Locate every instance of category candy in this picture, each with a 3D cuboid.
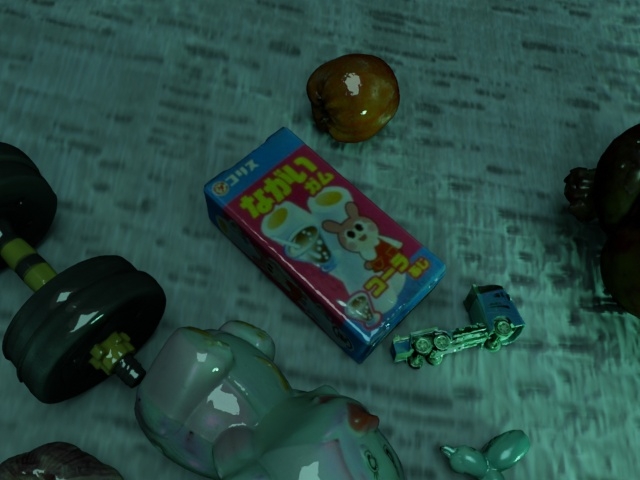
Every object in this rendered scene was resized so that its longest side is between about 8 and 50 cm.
[{"bbox_3d":[0.000,0.000,0.871,0.306,0.100,0.157,42,67,13],"label":"candy"}]

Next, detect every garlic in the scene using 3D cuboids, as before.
[{"bbox_3d":[-0.295,0.288,0.686,0.159,0.102,0.147,-1,58,-6],"label":"garlic"}]

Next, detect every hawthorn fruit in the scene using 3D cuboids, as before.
[{"bbox_3d":[0.056,-0.216,0.971,0.138,0.132,0.132,-30,70,-23],"label":"hawthorn fruit"}]

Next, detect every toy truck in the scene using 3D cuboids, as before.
[{"bbox_3d":[0.174,0.114,0.855,0.175,0.067,0.081,-12,60,-9],"label":"toy truck"}]

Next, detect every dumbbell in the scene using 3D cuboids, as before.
[{"bbox_3d":[-0.344,0.033,0.768,0.388,0.185,0.185,42,66,14],"label":"dumbbell"}]

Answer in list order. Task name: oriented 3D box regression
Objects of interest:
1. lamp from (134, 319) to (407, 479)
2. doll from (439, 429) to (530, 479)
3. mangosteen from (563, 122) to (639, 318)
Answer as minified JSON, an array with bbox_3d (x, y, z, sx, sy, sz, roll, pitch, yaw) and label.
[{"bbox_3d":[-0.061,0.248,0.694,0.301,0.247,0.247,35,95,18],"label":"lamp"},{"bbox_3d":[0.195,0.313,0.756,0.159,0.059,0.159,-6,66,-12],"label":"doll"},{"bbox_3d":[0.555,-0.027,0.816,0.381,0.380,0.421,-23,39,-17],"label":"mangosteen"}]
